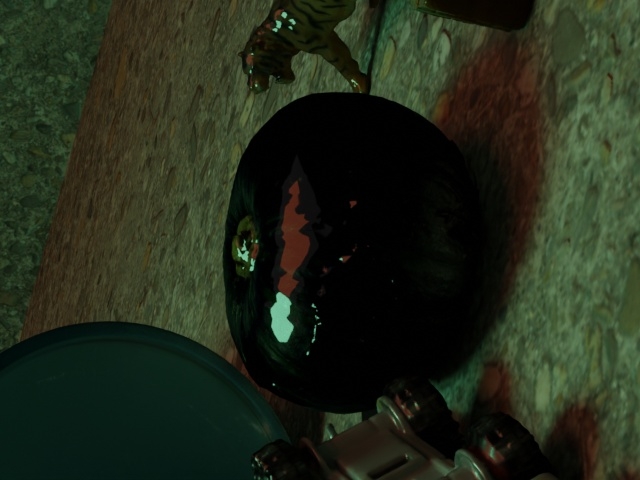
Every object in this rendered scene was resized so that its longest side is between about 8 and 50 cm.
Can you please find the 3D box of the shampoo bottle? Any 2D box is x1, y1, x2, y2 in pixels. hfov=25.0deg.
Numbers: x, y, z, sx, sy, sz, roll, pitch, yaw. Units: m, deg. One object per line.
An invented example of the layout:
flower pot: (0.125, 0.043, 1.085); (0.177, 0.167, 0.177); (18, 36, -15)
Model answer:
shampoo bottle: (-0.219, 0.266, 1.308); (0.343, 0.331, 0.331); (143, 136, -65)

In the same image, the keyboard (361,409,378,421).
keyboard: (0.042, 0.064, 1.157); (0.060, 0.018, 0.195); (113, 161, -52)

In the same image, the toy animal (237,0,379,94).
toy animal: (0.023, -0.224, 1.235); (0.255, 0.116, 0.114); (131, 145, -56)

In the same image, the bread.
bread: (0.121, -0.174, 1.013); (0.109, 0.062, 0.043); (-37, 19, -9)

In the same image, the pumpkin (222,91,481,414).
pumpkin: (0.017, 0.009, 1.027); (0.233, 0.163, 0.233); (-170, 90, -72)

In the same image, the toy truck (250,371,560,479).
toy truck: (0.059, 0.165, 0.863); (0.111, 0.136, 0.286); (67, 165, -15)
